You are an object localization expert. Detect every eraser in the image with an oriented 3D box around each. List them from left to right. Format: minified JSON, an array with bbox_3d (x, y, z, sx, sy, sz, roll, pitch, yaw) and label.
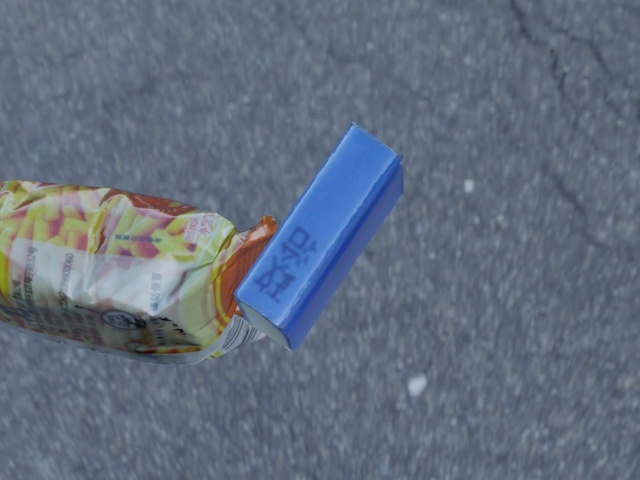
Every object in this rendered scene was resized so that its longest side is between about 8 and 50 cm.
[{"bbox_3d":[0.000,0.000,0.662,0.027,0.063,0.085,33,80,11],"label":"eraser"}]

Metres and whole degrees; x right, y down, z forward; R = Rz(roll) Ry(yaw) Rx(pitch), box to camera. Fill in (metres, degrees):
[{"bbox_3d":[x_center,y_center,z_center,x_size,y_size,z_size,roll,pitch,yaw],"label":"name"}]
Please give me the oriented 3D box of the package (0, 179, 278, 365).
[{"bbox_3d":[-0.161,0.025,1.175,0.288,0.223,0.108,4,71,6],"label":"package"}]
